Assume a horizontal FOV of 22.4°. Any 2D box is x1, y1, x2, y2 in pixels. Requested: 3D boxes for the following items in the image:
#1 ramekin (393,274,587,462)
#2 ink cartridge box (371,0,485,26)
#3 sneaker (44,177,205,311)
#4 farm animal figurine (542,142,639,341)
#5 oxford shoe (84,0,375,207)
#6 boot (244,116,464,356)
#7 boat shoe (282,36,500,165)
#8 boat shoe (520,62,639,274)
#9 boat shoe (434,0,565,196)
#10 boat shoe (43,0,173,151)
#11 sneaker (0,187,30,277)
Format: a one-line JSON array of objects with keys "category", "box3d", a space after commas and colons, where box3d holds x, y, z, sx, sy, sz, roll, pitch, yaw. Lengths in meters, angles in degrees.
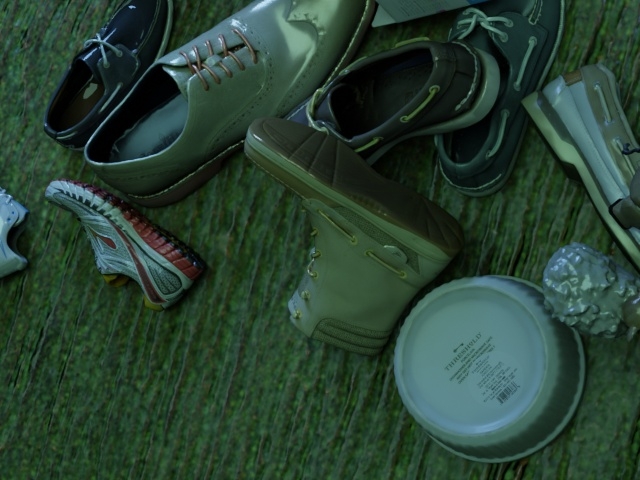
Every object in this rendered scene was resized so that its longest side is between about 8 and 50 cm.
[{"category": "ramekin", "box3d": [0.176, 0.133, 1.744, 0.207, 0.109, 0.207, -4, 79, 19]}, {"category": "ink cartridge box", "box3d": [0.122, -0.311, 1.819, 0.181, 0.061, 0.104, -8, 53, 42]}, {"category": "sneaker", "box3d": [-0.249, 0.001, 1.931, 0.225, 0.088, 0.092, 36, 95, 22]}, {"category": "farm animal figurine", "box3d": [0.426, 0.015, 1.575, 0.327, 0.172, 0.330, 36, 84, -5]}, {"category": "oxford shoe", "box3d": [-0.103, -0.187, 1.879, 0.397, 0.146, 0.140, -43, 70, 8]}, {"category": "boot", "box3d": [0.000, 0.000, 1.776, 0.262, 0.095, 0.203, 30, 125, -5]}, {"category": "boat shoe", "box3d": [0.045, -0.144, 1.789, 0.324, 0.097, 0.116, -17, 66, 42]}, {"category": "boat shoe", "box3d": [0.336, -0.055, 1.719, 0.103, 0.113, 0.302, -34, 78, 5]}, {"category": "boat shoe", "box3d": [0.195, -0.210, 1.803, 0.116, 0.099, 0.319, 12, 84, 21]}, {"category": "boat shoe", "box3d": [-0.258, -0.216, 1.980, 0.084, 0.079, 0.233, 33, 91, 23]}, {"category": "sneaker", "box3d": [-0.403, -0.043, 2.011, 0.083, 0.071, 0.190, -14, 84, 10]}]
